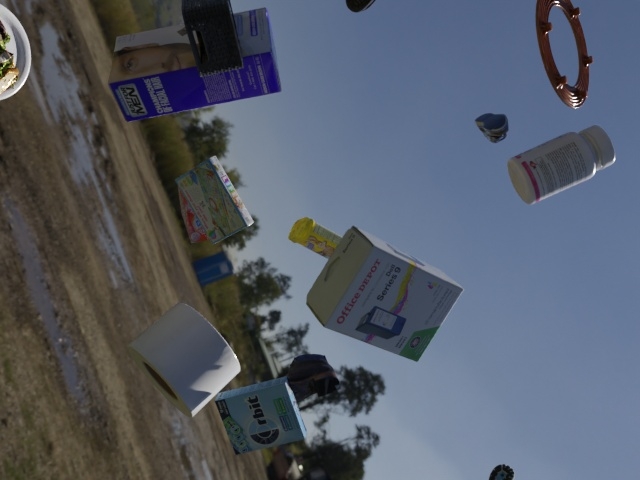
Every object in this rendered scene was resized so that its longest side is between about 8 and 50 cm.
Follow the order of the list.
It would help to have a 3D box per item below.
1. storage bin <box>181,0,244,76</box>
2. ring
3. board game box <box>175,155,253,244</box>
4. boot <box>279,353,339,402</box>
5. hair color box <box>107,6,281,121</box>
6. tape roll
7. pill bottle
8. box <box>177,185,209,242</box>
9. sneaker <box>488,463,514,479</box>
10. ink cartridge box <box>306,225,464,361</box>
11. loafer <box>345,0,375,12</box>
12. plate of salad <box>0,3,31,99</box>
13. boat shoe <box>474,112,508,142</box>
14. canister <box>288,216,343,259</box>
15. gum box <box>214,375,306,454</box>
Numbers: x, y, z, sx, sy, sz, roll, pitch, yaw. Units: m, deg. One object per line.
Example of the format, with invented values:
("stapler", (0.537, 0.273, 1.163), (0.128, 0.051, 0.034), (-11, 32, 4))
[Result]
("storage bin", (-0.199, -0.396, 1.114), (0.180, 0.084, 0.122), (-107, -175, -51))
("ring", (0.660, -0.522, 1.607), (0.032, 0.336, 0.337), (-9, -77, 42))
("board game box", (-0.216, -0.080, 1.219), (0.154, 0.103, 0.026), (61, 31, -7))
("boot", (-0.068, 0.359, 1.565), (0.106, 0.219, 0.082), (-112, -162, -58))
("hair color box", (-0.263, -0.377, 1.283), (0.110, 0.338, 0.185), (75, 4, -49))
("tape roll", (-0.347, 0.302, 1.532), (0.246, 0.169, 0.246), (36, -28, 23))
("pill bottle", (0.744, -0.238, 1.867), (0.160, 0.283, 0.160), (-24, 90, -85))
("box", (-0.403, -0.107, 2.034), (0.257, 0.122, 0.128), (-127, -149, -58))
("sneaker", (0.406, 0.611, 1.428), (0.063, 0.162, 0.073), (37, -20, 51))
("ink cartridge box", (0.106, 0.091, 0.996), (0.212, 0.154, 0.093), (26, 10, -29))
("loafer", (0.149, -0.664, 1.506), (0.080, 0.220, 0.078), (44, 18, 15))
("plate of salad", (-0.665, -0.383, 1.211), (0.048, 0.200, 0.200), (10, -48, 27))
("boat shoe", (0.483, -0.307, 1.655), (0.066, 0.066, 0.183), (57, 11, -17))
("canister", (0.000, 0.000, 1.890), (0.126, 0.169, 0.073), (-16, -131, 65))
("gum box", (-0.146, 0.430, 1.475), (0.041, 0.184, 0.157), (-71, 144, -74))
